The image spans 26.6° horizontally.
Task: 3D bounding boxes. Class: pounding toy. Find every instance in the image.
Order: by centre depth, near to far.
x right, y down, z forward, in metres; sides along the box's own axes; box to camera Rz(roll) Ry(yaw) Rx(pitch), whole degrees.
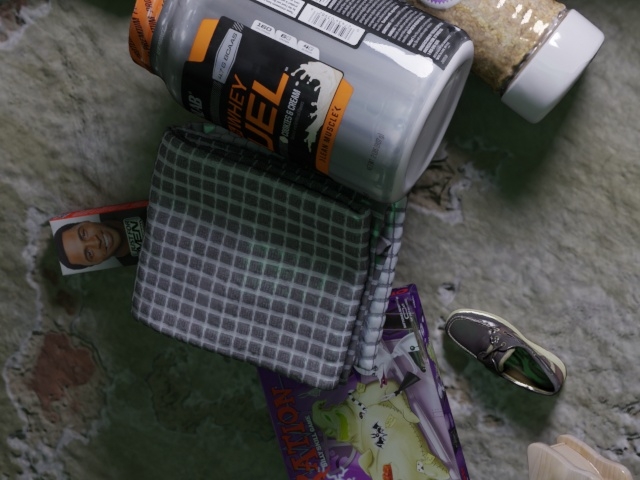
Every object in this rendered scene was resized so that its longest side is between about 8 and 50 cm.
[{"bbox_3d":[0.291,0.359,1.573,0.154,0.154,0.270,6,96,40],"label":"pounding toy"}]

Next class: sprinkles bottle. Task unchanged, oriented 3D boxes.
[{"bbox_3d":[0.125,-0.275,1.424,0.355,0.121,0.121,38,108,1],"label":"sprinkles bottle"}]

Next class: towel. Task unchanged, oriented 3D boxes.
[{"bbox_3d":[-0.061,0.017,1.475,0.283,0.121,0.235,18,108,19],"label":"towel"}]

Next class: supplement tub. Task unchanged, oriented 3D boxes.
[{"bbox_3d":[-0.022,-0.183,1.370,0.316,0.193,0.194,26,108,11],"label":"supplement tub"}]

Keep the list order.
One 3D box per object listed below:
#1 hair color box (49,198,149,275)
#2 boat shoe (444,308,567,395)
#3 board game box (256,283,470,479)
[{"bbox_3d":[-0.244,-0.005,1.610,0.141,0.043,0.072,-9,103,15],"label":"hair color box"},{"bbox_3d":[0.211,0.127,1.541,0.152,0.049,0.056,26,108,5],"label":"boat shoe"},{"bbox_3d":[0.057,0.239,1.606,0.208,0.056,0.347,-13,101,19],"label":"board game box"}]
